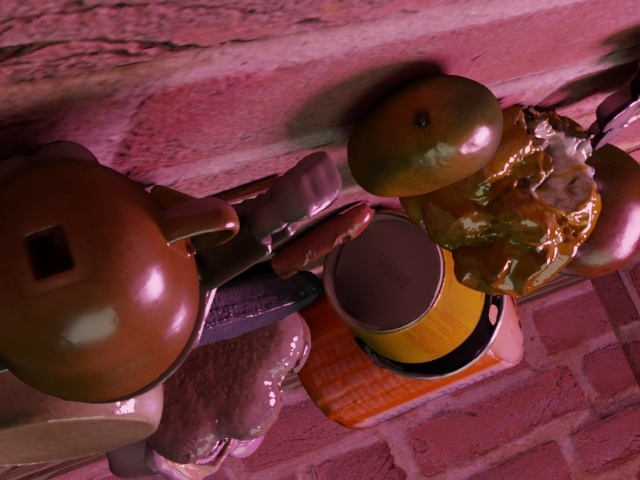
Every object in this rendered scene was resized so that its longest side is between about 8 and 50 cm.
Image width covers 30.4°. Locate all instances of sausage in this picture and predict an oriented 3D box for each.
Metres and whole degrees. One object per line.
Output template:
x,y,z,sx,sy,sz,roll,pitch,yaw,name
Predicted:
0.000,0.000,1.346,0.036,0.042,0.158,32,134,-29,sausage
0.128,0.132,1.750,0.287,0.233,0.233,-28,168,29,sausage
-0.071,-0.039,1.048,0.100,0.015,0.015,-19,169,-15,sausage

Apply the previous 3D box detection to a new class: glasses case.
-0.129,0.089,1.427,0.282,0.067,0.109,-12,169,-30,glasses case

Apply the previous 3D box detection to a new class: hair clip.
0.346,-0.161,1.166,0.146,0.075,0.257,-39,180,-14,hair clip

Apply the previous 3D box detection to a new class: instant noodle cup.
0.106,0.058,1.462,0.215,0.215,0.236,-25,160,13,instant noodle cup

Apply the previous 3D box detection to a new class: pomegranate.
0.300,-0.047,1.444,0.210,0.180,0.180,18,158,-11,pomegranate

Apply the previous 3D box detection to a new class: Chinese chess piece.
-0.297,0.174,1.280,0.250,0.101,0.250,-9,160,-3,Chinese chess piece

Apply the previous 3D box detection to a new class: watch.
-0.236,0.270,1.882,0.217,0.211,0.248,3,-154,43,watch

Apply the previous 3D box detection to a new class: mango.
0.083,-0.078,0.983,0.122,0.085,0.191,-22,169,-17,mango

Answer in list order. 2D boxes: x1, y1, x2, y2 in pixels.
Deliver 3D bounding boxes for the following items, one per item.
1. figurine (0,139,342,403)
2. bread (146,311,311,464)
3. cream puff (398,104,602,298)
-0.154,0.026,0.796,0.342,0.167,0.285,-43,178,-2,figurine
-0.163,0.213,1.687,0.337,0.183,0.102,-22,173,10,bread
0.184,-0.032,1.194,0.195,0.194,0.221,-30,164,36,cream puff
